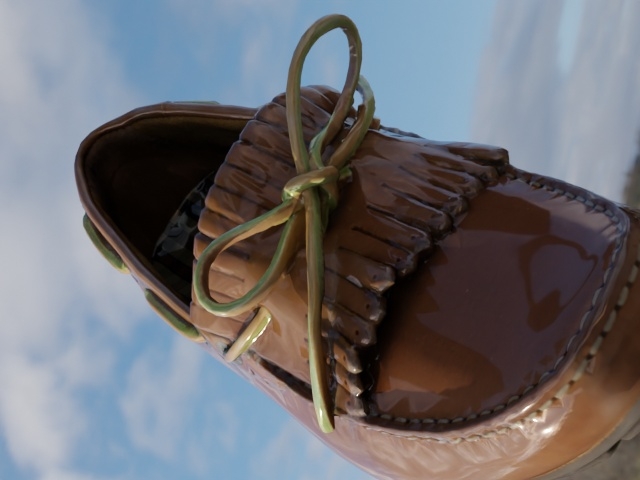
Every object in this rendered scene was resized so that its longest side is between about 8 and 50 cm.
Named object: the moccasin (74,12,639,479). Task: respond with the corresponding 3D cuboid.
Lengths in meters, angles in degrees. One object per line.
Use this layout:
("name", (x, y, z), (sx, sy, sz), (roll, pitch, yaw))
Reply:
("moccasin", (0.002, -0.003, 0.622), (0.139, 0.147, 0.380), (-54, 29, -5))
